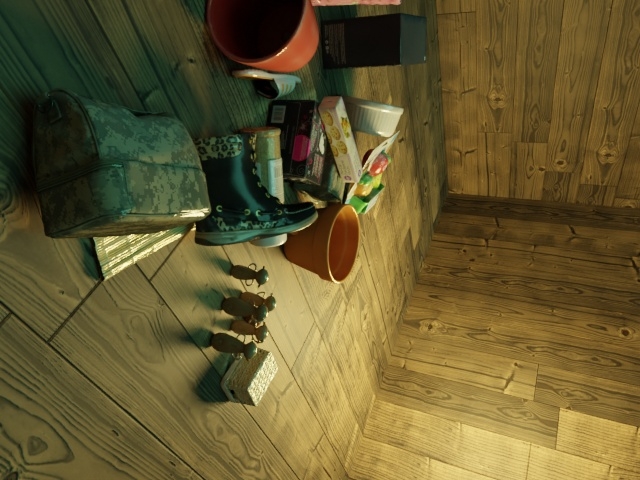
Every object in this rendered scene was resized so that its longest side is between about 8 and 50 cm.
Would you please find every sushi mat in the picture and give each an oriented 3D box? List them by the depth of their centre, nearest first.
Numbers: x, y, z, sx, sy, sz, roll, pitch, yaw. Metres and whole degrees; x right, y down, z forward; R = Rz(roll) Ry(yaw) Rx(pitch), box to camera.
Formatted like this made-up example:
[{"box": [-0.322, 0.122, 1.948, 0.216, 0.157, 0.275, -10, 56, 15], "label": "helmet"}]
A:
[{"box": [-0.405, -0.040, 1.133, 0.316, 0.019, 0.151, -42, 133, -53], "label": "sushi mat"}]

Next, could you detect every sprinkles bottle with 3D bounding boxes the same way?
[{"box": [-0.171, -0.162, 1.464, 0.121, 0.121, 0.355, -34, 127, -57], "label": "sprinkles bottle"}]

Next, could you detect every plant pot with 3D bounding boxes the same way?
[{"box": [-0.128, -0.583, 1.295, 0.243, 0.275, 0.274, -11, 107, -73], "label": "plant pot"}, {"box": [0.000, 0.000, 1.771, 0.291, 0.204, 0.290, -28, 122, -59], "label": "plant pot"}]

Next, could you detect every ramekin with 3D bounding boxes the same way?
[{"box": [0.197, -0.511, 1.980, 0.273, 0.273, 0.127, -22, 128, -61], "label": "ramekin"}]

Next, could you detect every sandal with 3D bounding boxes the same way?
[{"box": [-0.164, -0.460, 1.430, 0.265, 0.102, 0.076, -18, 115, -53], "label": "sandal"}]

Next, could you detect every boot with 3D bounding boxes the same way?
[{"box": [-0.180, -0.151, 1.311, 0.378, 0.138, 0.283, -13, 103, -32], "label": "boot"}]

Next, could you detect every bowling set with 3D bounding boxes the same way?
[{"box": [-0.197, 0.224, 1.484, 0.200, 0.154, 0.286, 31, 70, -62], "label": "bowling set"}]

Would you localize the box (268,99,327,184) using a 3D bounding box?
[{"box": [-0.078, -0.315, 1.564, 0.142, 0.164, 0.247, 13, 85, -67], "label": "box"}]

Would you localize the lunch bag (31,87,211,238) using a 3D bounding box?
[{"box": [-0.380, -0.145, 0.934, 0.305, 0.213, 0.255, -8, 87, -66], "label": "lunch bag"}]

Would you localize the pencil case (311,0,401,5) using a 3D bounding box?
[{"box": [0.073, -0.804, 1.469, 0.167, 0.387, 0.159, -61, 155, -59], "label": "pencil case"}]

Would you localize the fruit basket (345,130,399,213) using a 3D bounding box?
[{"box": [0.215, -0.278, 2.049, 0.353, 0.165, 0.327, -55, 173, 36], "label": "fruit basket"}]

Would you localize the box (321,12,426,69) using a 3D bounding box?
[{"box": [0.219, -0.771, 1.872, 0.343, 0.313, 0.178, -38, 130, -56], "label": "box"}]

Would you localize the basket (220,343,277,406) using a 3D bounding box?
[{"box": [-0.224, 0.436, 1.549, 0.167, 0.103, 0.113, -57, 144, -40], "label": "basket"}]

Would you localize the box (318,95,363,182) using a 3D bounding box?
[{"box": [0.072, -0.329, 1.604, 0.324, 0.067, 0.063, 68, 38, -47], "label": "box"}]

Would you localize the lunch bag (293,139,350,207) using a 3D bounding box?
[{"box": [0.034, -0.260, 1.814, 0.287, 0.169, 0.235, 28, 72, -69], "label": "lunch bag"}]
